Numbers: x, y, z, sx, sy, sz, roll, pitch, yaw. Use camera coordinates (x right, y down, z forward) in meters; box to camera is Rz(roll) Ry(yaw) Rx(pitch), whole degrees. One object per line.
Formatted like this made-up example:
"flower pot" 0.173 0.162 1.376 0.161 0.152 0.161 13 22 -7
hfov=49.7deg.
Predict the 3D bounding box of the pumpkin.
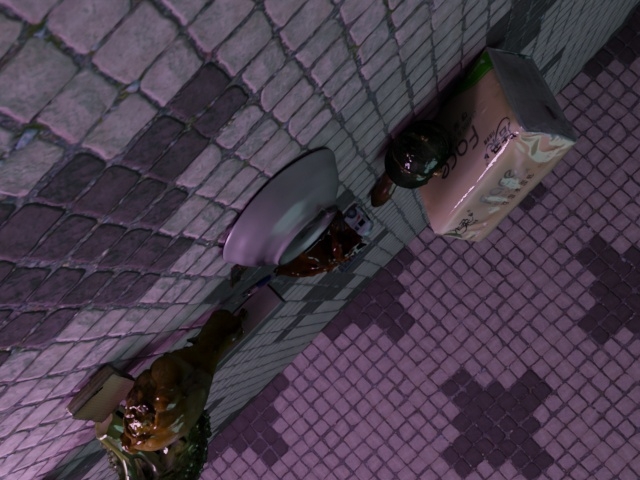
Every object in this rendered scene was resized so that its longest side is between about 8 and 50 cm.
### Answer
"pumpkin" 0.248 -0.216 1.750 0.190 0.146 0.190 -37 -169 8

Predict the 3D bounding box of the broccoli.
"broccoli" -0.444 0.515 1.683 0.249 0.302 0.375 -24 -145 53

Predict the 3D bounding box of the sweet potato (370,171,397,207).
"sweet potato" 0.196 -0.161 1.987 0.218 0.051 0.065 124 -26 -46

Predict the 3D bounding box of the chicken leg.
"chicken leg" -0.298 0.301 1.593 0.429 0.152 0.202 -53 147 -47

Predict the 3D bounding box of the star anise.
"star anise" 0.006 0.009 1.740 0.237 0.148 0.346 -26 180 25

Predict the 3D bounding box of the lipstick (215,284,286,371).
"lipstick" -0.253 0.274 1.903 0.371 0.076 0.080 -45 168 0

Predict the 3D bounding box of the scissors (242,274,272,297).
"scissors" -0.169 0.124 1.826 0.113 0.012 0.039 -32 163 -47

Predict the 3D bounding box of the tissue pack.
"tissue pack" 0.430 -0.245 1.818 0.205 0.332 0.405 8 139 -24

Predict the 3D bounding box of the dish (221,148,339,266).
"dish" -0.054 -0.039 1.412 0.316 0.106 0.316 -42 168 -11

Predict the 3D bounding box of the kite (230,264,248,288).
"kite" -0.164 0.054 1.602 0.190 0.010 0.159 -49 169 23

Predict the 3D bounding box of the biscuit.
"biscuit" -0.454 0.322 1.444 0.121 0.040 0.199 -46 168 -14

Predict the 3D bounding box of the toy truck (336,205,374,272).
"toy truck" 0.085 -0.006 2.005 0.178 0.115 0.080 -48 168 9
